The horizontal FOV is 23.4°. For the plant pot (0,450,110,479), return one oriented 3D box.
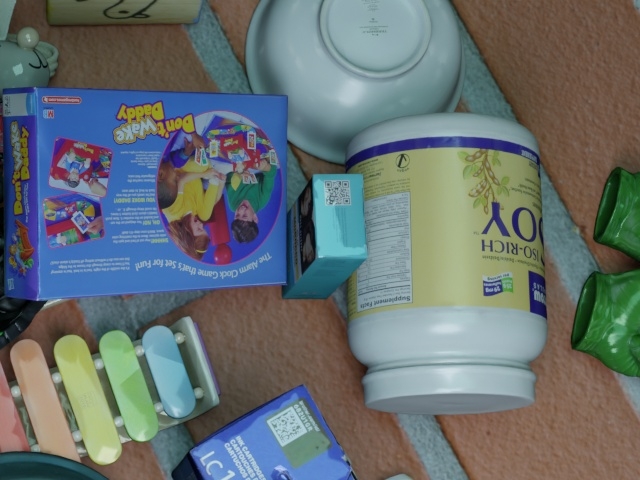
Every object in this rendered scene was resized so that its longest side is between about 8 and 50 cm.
[{"bbox_3d":[-0.293,0.412,1.598,0.341,0.334,0.341,0,91,-19],"label":"plant pot"}]

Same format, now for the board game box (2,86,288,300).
[{"bbox_3d":[-0.196,-0.057,1.794,0.347,0.078,0.233,-2,94,-39],"label":"board game box"}]

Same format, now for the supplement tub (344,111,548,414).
[{"bbox_3d":[0.150,0.033,1.861,0.241,0.241,0.331,1,76,-10],"label":"supplement tub"}]

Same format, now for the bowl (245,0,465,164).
[{"bbox_3d":[0.058,-0.253,1.970,0.298,0.134,0.298,2,77,-10],"label":"bowl"}]

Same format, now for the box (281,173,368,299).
[{"bbox_3d":[0.000,0.000,1.839,0.060,0.244,0.100,0,76,-11],"label":"box"}]

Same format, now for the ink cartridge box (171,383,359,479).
[{"bbox_3d":[-0.029,0.317,1.679,0.151,0.395,0.270,-29,83,-15],"label":"ink cartridge box"}]

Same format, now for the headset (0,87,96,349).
[{"bbox_3d":[-0.371,-0.030,1.766,0.243,0.185,0.394,55,46,-19],"label":"headset"}]

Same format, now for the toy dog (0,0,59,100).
[{"bbox_3d":[-0.450,-0.305,1.829,0.333,0.220,0.161,23,114,-4],"label":"toy dog"}]

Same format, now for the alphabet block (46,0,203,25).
[{"bbox_3d":[-0.245,-0.388,1.919,0.197,0.192,0.193,-2,75,-10],"label":"alphabet block"}]

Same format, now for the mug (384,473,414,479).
[{"bbox_3d":[0.102,0.321,1.886,0.062,0.078,0.064,-27,71,17],"label":"mug"}]

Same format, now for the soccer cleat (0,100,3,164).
[{"bbox_3d":[-0.443,-0.133,1.870,0.248,0.095,0.083,-8,78,-12],"label":"soccer cleat"}]

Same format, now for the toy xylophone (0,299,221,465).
[{"bbox_3d":[-0.294,0.168,1.831,0.322,0.081,0.236,-26,82,-15],"label":"toy xylophone"}]

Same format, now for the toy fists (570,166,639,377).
[{"bbox_3d":[0.423,0.039,1.985,0.142,0.096,0.279,17,73,-7],"label":"toy fists"}]
